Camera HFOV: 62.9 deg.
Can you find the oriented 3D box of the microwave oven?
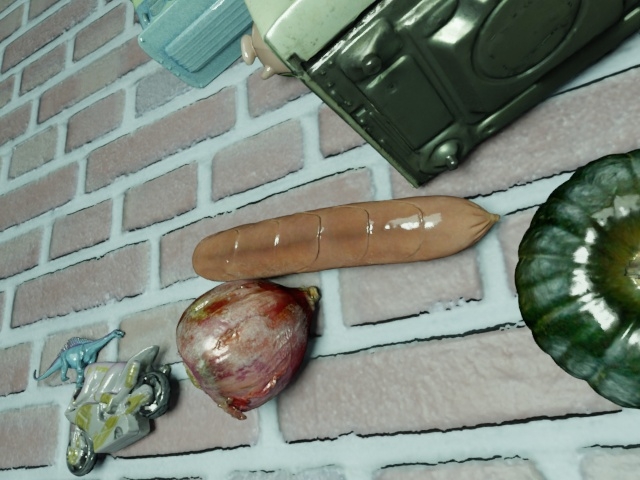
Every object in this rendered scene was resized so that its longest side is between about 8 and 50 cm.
[{"bbox_3d":[0.152,-0.281,0.505,0.394,0.333,0.247,-37,55,18],"label":"microwave oven"}]

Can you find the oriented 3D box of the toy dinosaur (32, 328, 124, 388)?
[{"bbox_3d":[-0.404,0.199,0.868,0.198,0.045,0.080,-25,49,15],"label":"toy dinosaur"}]

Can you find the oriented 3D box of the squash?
[{"bbox_3d":[0.270,0.031,0.426,0.218,0.172,0.218,0,81,0],"label":"squash"}]

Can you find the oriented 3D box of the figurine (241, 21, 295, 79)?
[{"bbox_3d":[-0.039,-0.295,0.765,0.138,0.125,0.125,0,74,19],"label":"figurine"}]

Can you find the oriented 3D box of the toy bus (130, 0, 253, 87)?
[{"bbox_3d":[-0.157,-0.427,0.856,0.312,0.152,0.190,-33,59,18],"label":"toy bus"}]

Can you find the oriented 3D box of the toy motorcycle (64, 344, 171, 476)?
[{"bbox_3d":[-0.311,0.236,0.780,0.225,0.073,0.152,-40,55,15],"label":"toy motorcycle"}]

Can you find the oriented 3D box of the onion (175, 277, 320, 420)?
[{"bbox_3d":[-0.078,0.110,0.644,0.195,0.159,0.159,-36,54,-18],"label":"onion"}]

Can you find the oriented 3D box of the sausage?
[{"bbox_3d":[-0.001,0.001,0.656,0.433,0.088,0.087,-9,70,30],"label":"sausage"}]
